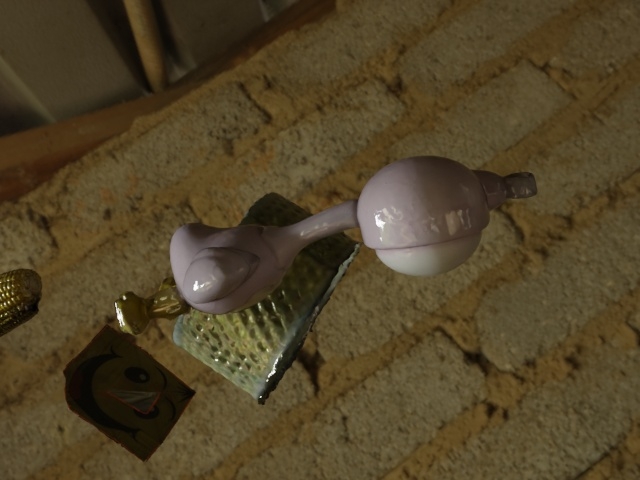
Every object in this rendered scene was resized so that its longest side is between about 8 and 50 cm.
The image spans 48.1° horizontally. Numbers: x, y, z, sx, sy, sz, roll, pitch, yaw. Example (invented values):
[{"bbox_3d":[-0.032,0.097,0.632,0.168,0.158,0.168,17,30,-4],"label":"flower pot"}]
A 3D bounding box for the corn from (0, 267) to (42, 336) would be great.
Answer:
[{"bbox_3d":[-0.427,0.094,0.908,0.203,0.072,0.072,-27,-17,24],"label":"corn"}]

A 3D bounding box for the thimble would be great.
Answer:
[{"bbox_3d":[-0.072,0.079,1.003,0.270,0.150,0.271,-57,-6,-10],"label":"thimble"}]

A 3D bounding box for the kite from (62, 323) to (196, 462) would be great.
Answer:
[{"bbox_3d":[-0.426,0.340,1.635,0.328,0.377,0.013,12,-54,-37],"label":"kite"}]

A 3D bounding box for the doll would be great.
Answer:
[{"bbox_3d":[0.000,-0.001,0.615,0.365,0.094,0.160,-14,4,17],"label":"doll"}]
